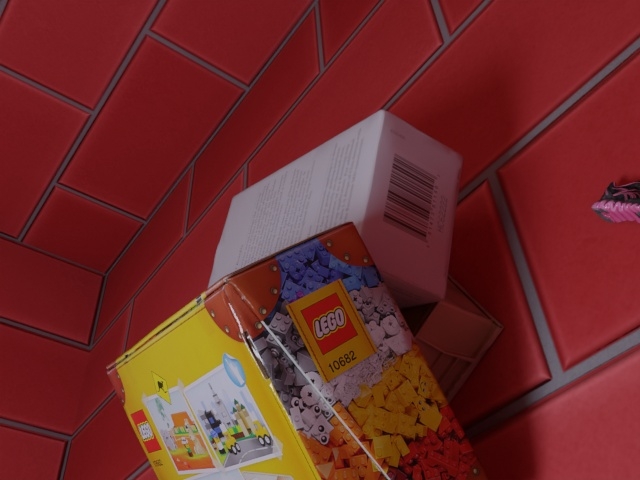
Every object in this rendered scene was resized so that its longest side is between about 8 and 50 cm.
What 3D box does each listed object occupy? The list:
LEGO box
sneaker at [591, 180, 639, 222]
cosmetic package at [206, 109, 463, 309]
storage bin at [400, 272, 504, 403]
[{"bbox_3d":[-0.069,0.250,0.919,0.500,0.193,0.372,-33,83,53],"label":"LEGO box"},{"bbox_3d":[0.391,-0.050,0.831,0.057,0.047,0.119,-56,27,-9],"label":"sneaker"},{"bbox_3d":[0.000,0.000,1.073,0.453,0.161,0.230,-20,52,54],"label":"cosmetic package"},{"bbox_3d":[0.107,0.153,1.070,0.260,0.123,0.262,-59,28,13],"label":"storage bin"}]
